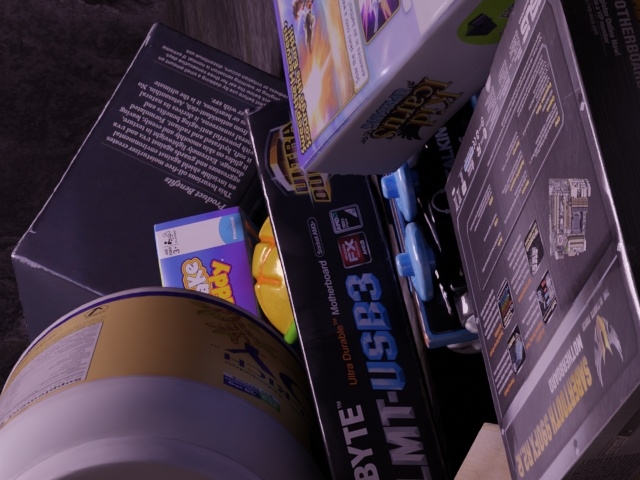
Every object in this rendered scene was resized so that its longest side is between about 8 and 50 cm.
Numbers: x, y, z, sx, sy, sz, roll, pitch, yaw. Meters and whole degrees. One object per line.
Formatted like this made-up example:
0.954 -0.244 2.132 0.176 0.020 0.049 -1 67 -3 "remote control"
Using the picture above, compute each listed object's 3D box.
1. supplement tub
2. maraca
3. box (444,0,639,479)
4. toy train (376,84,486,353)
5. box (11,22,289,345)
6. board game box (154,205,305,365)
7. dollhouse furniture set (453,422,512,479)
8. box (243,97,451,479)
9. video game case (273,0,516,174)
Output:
-0.107 0.177 1.026 0.331 0.241 0.241 -105 10 -77 "supplement tub"
0.000 0.000 1.322 0.127 0.099 0.185 119 168 -51 "maraca"
0.115 0.003 0.692 0.231 0.056 0.183 101 159 -65 "box"
0.072 -0.021 0.903 0.105 0.080 0.184 80 176 -61 "toy train"
-0.161 -0.006 1.677 0.294 0.183 0.296 -61 -7 -24 "box"
-0.050 0.133 1.473 0.347 0.078 0.233 55 -156 -70 "board game box"
0.129 0.208 0.814 0.101 0.161 0.182 5 144 43 "dollhouse furniture set"
0.033 0.092 1.032 0.295 0.073 0.293 72 -177 -71 "box"
0.042 -0.203 0.787 0.244 0.061 0.269 137 129 -57 "video game case"
